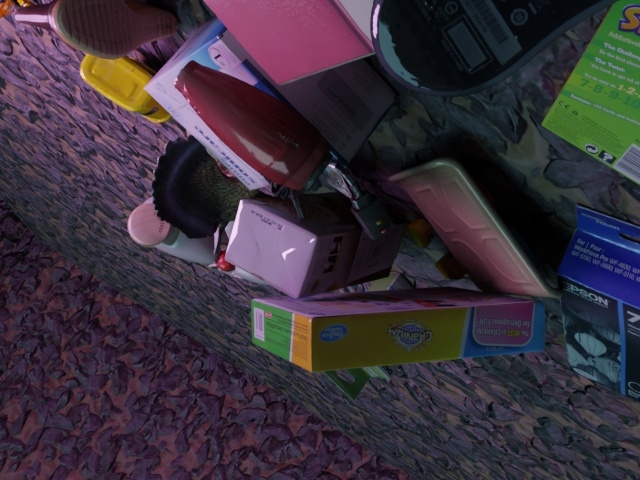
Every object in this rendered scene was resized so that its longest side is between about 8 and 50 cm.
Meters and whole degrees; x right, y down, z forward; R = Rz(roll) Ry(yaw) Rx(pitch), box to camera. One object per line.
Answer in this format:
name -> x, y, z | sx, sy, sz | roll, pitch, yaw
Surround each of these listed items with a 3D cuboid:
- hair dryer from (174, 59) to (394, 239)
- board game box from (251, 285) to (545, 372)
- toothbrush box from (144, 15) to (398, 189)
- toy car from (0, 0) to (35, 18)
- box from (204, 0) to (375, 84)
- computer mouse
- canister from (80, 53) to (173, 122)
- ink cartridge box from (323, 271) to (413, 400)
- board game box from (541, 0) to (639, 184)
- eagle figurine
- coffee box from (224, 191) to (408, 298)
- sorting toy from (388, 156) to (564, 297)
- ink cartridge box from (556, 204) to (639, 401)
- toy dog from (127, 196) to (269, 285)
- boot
hair dryer -> -0.065, -0.095, 0.985 | 0.223, 0.080, 0.293 | 14, 153, 47
board game box -> 0.093, 0.109, 1.106 | 0.316, 0.064, 0.242 | -2, -178, -20
toothbrush box -> -0.075, -0.193, 1.094 | 0.216, 0.126, 0.295 | 44, 160, -20
toy car -> -0.557, -0.418, 1.524 | 0.122, 0.060, 0.040 | 31, -168, 37
box -> 0.018, -0.252, 0.771 | 0.127, 0.149, 0.232 | 46, 158, -22
computer mouse -> 0.163, -0.200, 0.611 | 0.272, 0.072, 0.188 | -25, 111, 24
canister -> -0.298, -0.247, 1.332 | 0.126, 0.073, 0.170 | 34, -176, 1
ink cartridge box -> 0.098, 0.168, 1.464 | 0.109, 0.209, 0.062 | 46, 159, -22
board game box -> 0.288, -0.142, 0.724 | 0.124, 0.039, 0.259 | 34, 162, 10
eagle figurine -> -0.159, -0.103, 1.358 | 0.298, 0.225, 0.226 | 38, 176, -32
coffee box -> 0.000, 0.000, 1.227 | 0.141, 0.098, 0.246 | 27, -160, 30
sorting toy -> 0.190, -0.015, 1.136 | 0.229, 0.041, 0.307 | 49, 170, -7
ink cartridge box -> 0.386, 0.100, 1.047 | 0.165, 0.065, 0.333 | 24, 155, 34
toy dog -> -0.230, -0.031, 1.699 | 0.333, 0.161, 0.220 | 21, 175, -33
boot -> -0.345, -0.300, 1.165 | 0.206, 0.248, 0.090 | 8, 104, 23
